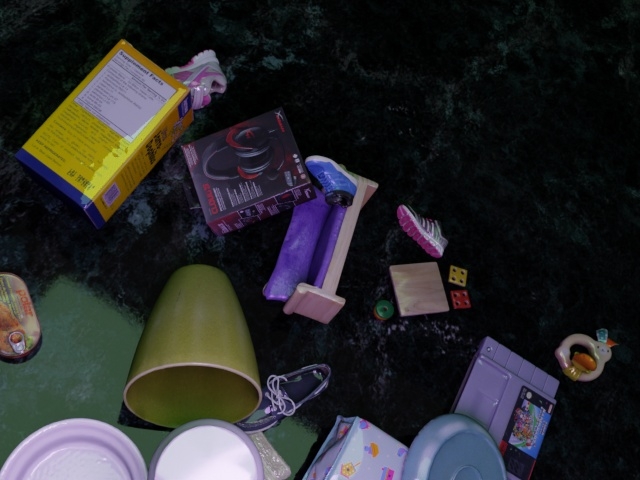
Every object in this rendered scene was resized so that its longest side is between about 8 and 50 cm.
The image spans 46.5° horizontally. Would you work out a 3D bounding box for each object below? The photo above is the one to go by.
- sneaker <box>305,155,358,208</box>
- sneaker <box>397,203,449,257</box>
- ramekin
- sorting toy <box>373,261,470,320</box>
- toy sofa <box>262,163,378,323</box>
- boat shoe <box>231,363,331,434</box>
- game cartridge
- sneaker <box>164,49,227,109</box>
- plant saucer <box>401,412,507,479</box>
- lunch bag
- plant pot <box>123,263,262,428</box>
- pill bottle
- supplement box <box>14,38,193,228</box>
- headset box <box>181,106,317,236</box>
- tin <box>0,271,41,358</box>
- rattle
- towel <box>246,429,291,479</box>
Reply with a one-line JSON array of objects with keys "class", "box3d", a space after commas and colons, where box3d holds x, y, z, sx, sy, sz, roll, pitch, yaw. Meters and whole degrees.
[{"class": "sneaker", "box3d": [0.022, -0.130, 1.731, 0.152, 0.058, 0.085, 32, 56, -33]}, {"class": "sneaker", "box3d": [0.273, -0.036, 1.954, 0.170, 0.063, 0.075, 47, 62, 1]}, {"class": "ramekin", "box3d": [-0.471, 0.493, 1.429, 0.277, 0.135, 0.277, 6, 64, -13]}, {"class": "sorting toy", "box3d": [0.250, 0.127, 1.879, 0.274, 0.046, 0.132, -4, 68, -19]}, {"class": "toy sofa", "box3d": [0.000, 0.000, 1.800, 0.177, 0.150, 0.363, 22, 61, -8]}, {"class": "boat shoe", "box3d": [-0.083, 0.345, 1.647, 0.254, 0.079, 0.095, -18, 67, -28]}, {"class": "game cartridge", "box3d": [0.428, 0.434, 1.791, 0.230, 0.068, 0.355, 30, 61, 2]}, {"class": "sneaker", "box3d": [-0.337, -0.385, 1.895, 0.252, 0.103, 0.111, -37, 83, -24]}, {"class": "plant saucer", "box3d": [0.302, 0.532, 1.594, 0.317, 0.043, 0.318, 9, 75, -35]}, {"class": "lunch bag", "box3d": [0.081, 0.535, 1.575, 0.223, 0.160, 0.262, 36, 66, -10]}, {"class": "plant pot", "box3d": [-0.261, 0.204, 1.579, 0.274, 0.275, 0.294, 8, 49, -14]}, {"class": "pill bottle", "box3d": [-0.213, 0.443, 1.392, 0.210, 0.363, 0.210, 3, 72, -8]}, {"class": "supplement box", "box3d": [-0.475, -0.235, 1.687, 0.194, 0.195, 0.356, 37, 76, 1]}, {"class": "headset box", "box3d": [-0.184, -0.158, 1.787, 0.293, 0.110, 0.218, -21, 71, 1]}, {"class": "tin", "box3d": [-0.660, 0.159, 1.581, 0.106, 0.040, 0.190, -19, 73, -20]}, {"class": "rattle", "box3d": [0.714, 0.272, 1.914, 0.199, 0.143, 0.130, -17, 54, -17]}, {"class": "towel", "box3d": [-0.142, 0.476, 1.606, 0.110, 0.027, 0.148, -36, 81, -27]}]
